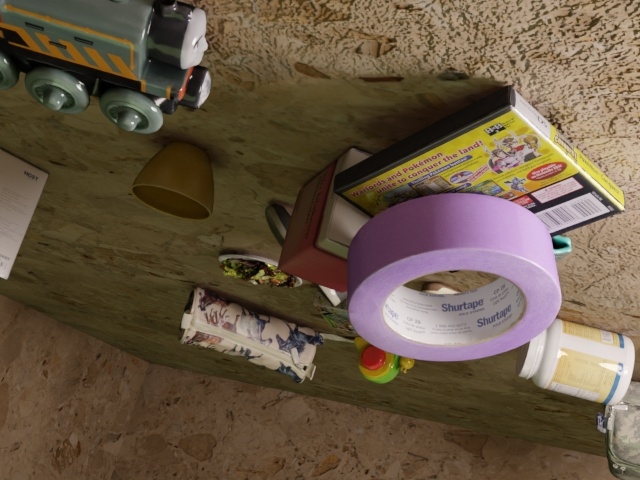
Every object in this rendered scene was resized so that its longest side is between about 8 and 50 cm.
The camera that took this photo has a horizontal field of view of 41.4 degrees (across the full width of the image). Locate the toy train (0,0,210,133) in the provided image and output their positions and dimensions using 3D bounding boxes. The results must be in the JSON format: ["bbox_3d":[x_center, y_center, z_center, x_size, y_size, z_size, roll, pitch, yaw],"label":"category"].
[{"bbox_3d":[-0.284,-0.239,0.949,0.334,0.142,0.190,17,153,-3],"label":"toy train"}]

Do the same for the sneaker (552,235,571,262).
[{"bbox_3d":[0.309,-0.009,1.269,0.166,0.065,0.076,22,145,-30],"label":"sneaker"}]

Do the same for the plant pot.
[{"bbox_3d":[-0.226,-0.102,1.364,0.134,0.095,0.134,15,162,5],"label":"plant pot"}]

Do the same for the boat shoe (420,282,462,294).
[{"bbox_3d":[0.307,0.173,1.741,0.257,0.095,0.095,22,162,-18],"label":"boat shoe"}]

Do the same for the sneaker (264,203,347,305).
[{"bbox_3d":[0.000,0.000,1.537,0.222,0.118,0.083,52,171,-16],"label":"sneaker"}]

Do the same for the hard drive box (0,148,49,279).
[{"bbox_3d":[-0.659,-0.063,1.635,0.089,0.232,0.181,-1,155,44],"label":"hard drive box"}]

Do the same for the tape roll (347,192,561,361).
[{"bbox_3d":[0.172,0.057,1.121,0.275,0.090,0.274,0,144,0],"label":"tape roll"}]

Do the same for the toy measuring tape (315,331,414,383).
[{"bbox_3d":[0.110,0.332,2.371,0.330,0.121,0.121,4,159,33],"label":"toy measuring tape"}]

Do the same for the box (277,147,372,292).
[{"bbox_3d":[0.041,-0.023,1.285,0.127,0.148,0.232,20,161,-15],"label":"box"}]

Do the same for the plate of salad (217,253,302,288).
[{"bbox_3d":[-0.140,0.078,1.919,0.200,0.048,0.200,15,162,5],"label":"plate of salad"}]

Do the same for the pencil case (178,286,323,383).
[{"bbox_3d":[-0.203,0.265,2.351,0.410,0.159,0.183,22,178,-18],"label":"pencil case"}]

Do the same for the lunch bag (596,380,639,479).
[{"bbox_3d":[0.809,0.440,1.965,0.305,0.212,0.256,7,144,25],"label":"lunch bag"}]

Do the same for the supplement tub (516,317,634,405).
[{"bbox_3d":[0.503,0.236,1.683,0.200,0.144,0.144,14,162,6],"label":"supplement tub"}]

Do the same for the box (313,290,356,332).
[{"bbox_3d":[0.062,0.180,2.074,0.114,0.036,0.207,10,161,18],"label":"box"}]

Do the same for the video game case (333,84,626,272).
[{"bbox_3d":[0.199,-0.062,1.075,0.248,0.035,0.275,32,140,-33],"label":"video game case"}]

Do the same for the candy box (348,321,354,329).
[{"bbox_3d":[0.149,0.168,1.843,0.053,0.109,0.187,-3,154,45],"label":"candy box"}]
